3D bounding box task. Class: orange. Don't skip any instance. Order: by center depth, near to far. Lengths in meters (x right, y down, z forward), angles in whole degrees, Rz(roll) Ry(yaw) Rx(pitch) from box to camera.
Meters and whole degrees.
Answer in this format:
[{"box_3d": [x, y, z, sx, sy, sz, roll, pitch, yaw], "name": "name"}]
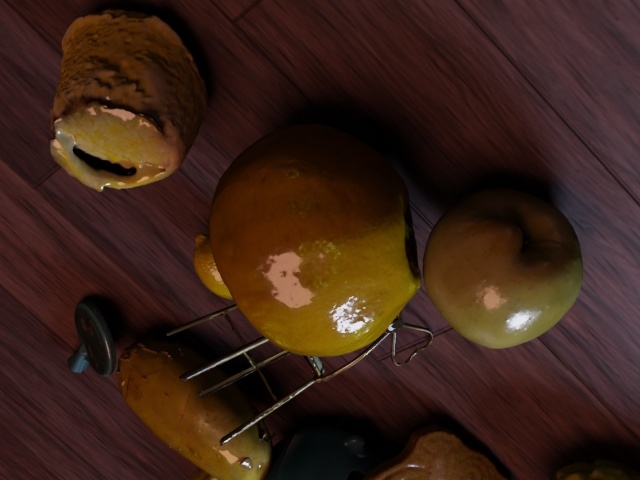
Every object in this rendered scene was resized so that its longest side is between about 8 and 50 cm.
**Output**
[{"box_3d": [0.000, 0.000, 1.464, 0.235, 0.279, 0.279, -20, 121, 14], "name": "orange"}]

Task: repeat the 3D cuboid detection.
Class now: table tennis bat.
[{"box_3d": [-0.363, 0.167, 1.964, 0.124, 0.033, 0.201, 65, 149, 12], "name": "table tennis bat"}]

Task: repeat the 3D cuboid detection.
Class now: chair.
[{"box_3d": [-0.032, 0.135, 1.707, 0.326, 0.170, 0.159, -29, 121, -4], "name": "chair"}]

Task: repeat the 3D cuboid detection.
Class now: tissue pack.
[{"box_3d": [0.039, 0.422, 1.889, 0.287, 0.198, 0.206, 45, 133, -16], "name": "tissue pack"}]

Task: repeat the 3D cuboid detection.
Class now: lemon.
[{"box_3d": [-0.130, 0.031, 1.697, 0.082, 0.082, 0.110, -20, 118, 40], "name": "lemon"}]

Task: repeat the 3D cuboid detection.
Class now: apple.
[{"box_3d": [0.211, 0.033, 1.444, 0.200, 0.200, 0.200, 15, 136, 15], "name": "apple"}]

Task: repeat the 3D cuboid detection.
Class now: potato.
[{"box_3d": [-0.188, 0.253, 1.874, 0.300, 0.140, 0.173, 34, 174, 27], "name": "potato"}]

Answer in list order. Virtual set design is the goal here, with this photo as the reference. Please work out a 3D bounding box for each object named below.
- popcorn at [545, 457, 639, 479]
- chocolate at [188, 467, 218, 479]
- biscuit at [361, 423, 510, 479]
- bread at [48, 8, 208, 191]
[{"box_3d": [0.401, 0.420, 1.698, 0.237, 0.206, 0.251, -33, 129, 26], "name": "popcorn"}, {"box_3d": [-0.056, 0.539, 2.095, 0.445, 0.162, 0.162, 47, 135, -15], "name": "chocolate"}, {"box_3d": [0.169, 0.418, 1.798, 0.273, 0.257, 0.049, 51, 172, -20], "name": "biscuit"}, {"box_3d": [-0.236, -0.169, 1.503, 0.197, 0.170, 0.197, 7, 136, 6], "name": "bread"}]
